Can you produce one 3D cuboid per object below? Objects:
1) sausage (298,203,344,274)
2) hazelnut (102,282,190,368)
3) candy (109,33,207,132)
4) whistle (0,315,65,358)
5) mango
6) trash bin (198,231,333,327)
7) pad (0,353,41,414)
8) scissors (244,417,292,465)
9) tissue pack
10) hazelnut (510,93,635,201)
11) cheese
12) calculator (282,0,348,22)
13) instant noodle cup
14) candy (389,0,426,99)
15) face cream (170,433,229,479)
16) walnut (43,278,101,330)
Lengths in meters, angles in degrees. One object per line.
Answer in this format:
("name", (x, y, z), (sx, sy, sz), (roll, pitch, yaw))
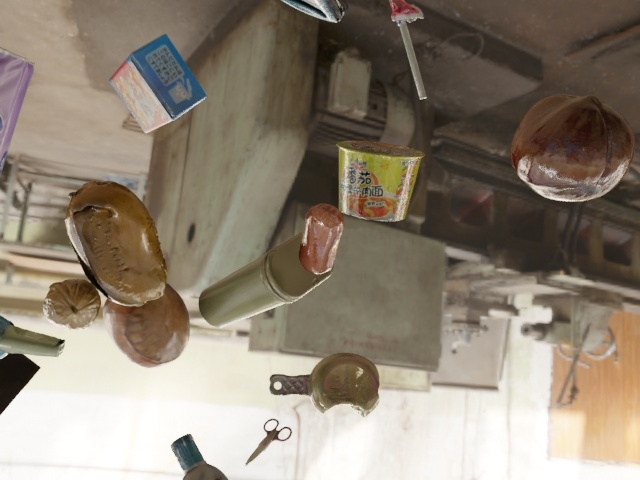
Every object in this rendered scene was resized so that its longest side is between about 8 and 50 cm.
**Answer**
("sausage", (0.000, 0.000, 1.250), (0.077, 0.077, 0.194), (6, 142, -5))
("hazelnut", (-0.394, 0.189, 1.435), (0.214, 0.214, 0.176), (-3, -163, 35))
("candy", (-0.375, -0.345, 1.431), (0.157, 0.100, 0.306), (56, 160, -18))
("whistle", (-0.450, 0.118, 0.806), (0.236, 0.077, 0.114), (15, -179, -11))
("mango", (-0.368, 0.004, 1.169), (0.156, 0.248, 0.151), (-20, -166, 23))
("trash bin", (-0.124, 0.091, 1.453), (0.248, 0.121, 0.243), (-25, -176, 35))
("pad", (-0.583, 0.237, 0.998), (0.170, 0.245, 0.006), (43, 128, -14))
("scissors", (-0.153, 0.563, 1.758), (0.085, 0.022, 0.176), (27, -142, 20))
("tissue pack", (-0.817, -0.298, 1.527), (0.160, 0.338, 0.242), (18, 180, -30))
("hazelnut", (0.505, -0.185, 1.266), (0.230, 0.229, 0.229), (5, 169, 1))
("cheese", (0.011, 0.368, 1.602), (0.287, 0.163, 0.082), (0, 163, -14))
("calculator", (-0.058, -0.468, 1.078), (0.173, 0.051, 0.293), (32, -179, 26))
("instant noodle cup", (0.165, -0.177, 1.874), (0.265, 0.200, 0.264), (6, -165, -2))
("candy", (0.160, -0.468, 1.306), (0.124, 0.365, 0.124), (-16, -179, 0))
("face cream", (-0.264, 0.629, 1.540), (0.080, 0.336, 0.163), (-41, 156, 13))
("walnut", (-0.467, 0.120, 1.191), (0.105, 0.105, 0.124), (10, 170, -26))
